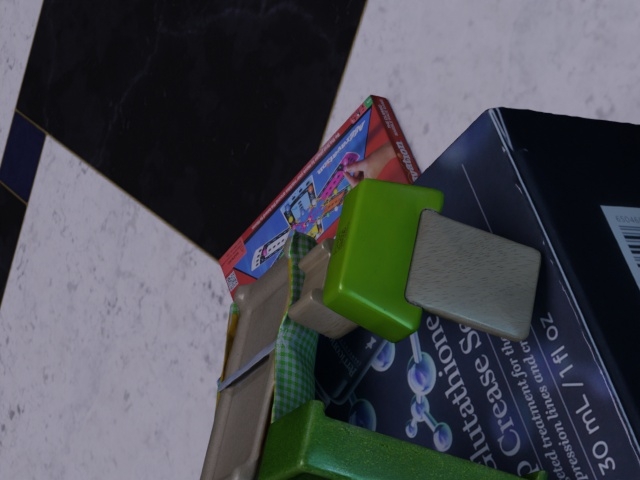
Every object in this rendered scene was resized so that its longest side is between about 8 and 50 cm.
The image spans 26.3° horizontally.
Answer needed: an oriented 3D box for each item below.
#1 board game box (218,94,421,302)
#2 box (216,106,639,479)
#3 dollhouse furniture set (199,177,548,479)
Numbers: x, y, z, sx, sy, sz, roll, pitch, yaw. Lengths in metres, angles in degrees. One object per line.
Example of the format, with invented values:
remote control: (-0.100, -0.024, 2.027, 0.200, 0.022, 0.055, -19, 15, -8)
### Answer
board game box: (0.000, 0.000, 1.365, 0.281, 0.027, 0.145, -46, 54, 36)
box: (0.134, 0.138, 1.028, 0.395, 0.212, 0.294, -47, 53, 41)
dollhouse furniture set: (0.028, 0.105, 0.943, 0.301, 0.151, 0.198, 139, 147, -64)
